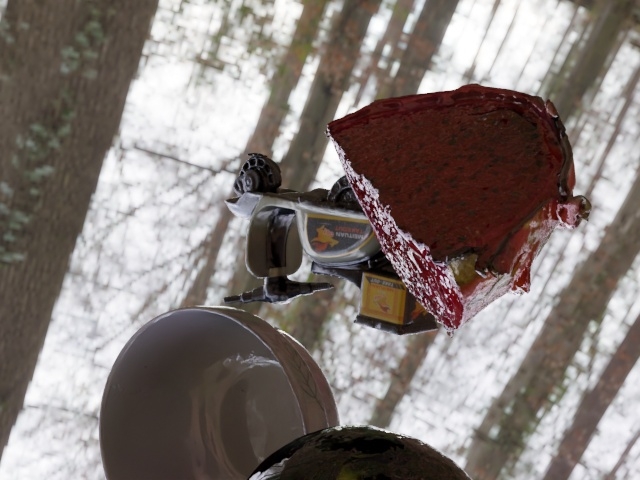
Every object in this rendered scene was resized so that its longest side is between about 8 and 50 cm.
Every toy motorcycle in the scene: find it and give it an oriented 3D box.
[{"bbox_3d":[0.000,0.000,1.314,0.263,0.157,0.091,10,-171,42],"label":"toy motorcycle"}]

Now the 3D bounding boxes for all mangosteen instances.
[{"bbox_3d":[0.045,0.303,1.187,0.288,0.288,0.288,14,-143,-10],"label":"mangosteen"}]

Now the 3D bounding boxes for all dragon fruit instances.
[{"bbox_3d":[0.128,-0.026,1.023,0.161,0.126,0.274,-30,-147,-5],"label":"dragon fruit"}]

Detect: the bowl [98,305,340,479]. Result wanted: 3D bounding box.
[{"bbox_3d":[-0.090,0.210,1.452,0.287,0.287,0.144,44,-156,28],"label":"bowl"}]
